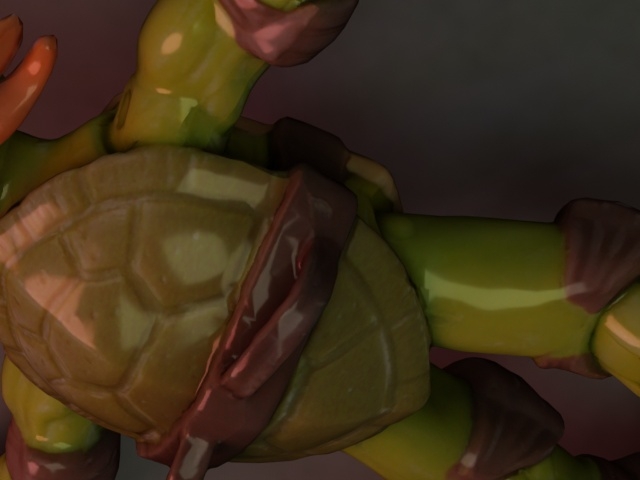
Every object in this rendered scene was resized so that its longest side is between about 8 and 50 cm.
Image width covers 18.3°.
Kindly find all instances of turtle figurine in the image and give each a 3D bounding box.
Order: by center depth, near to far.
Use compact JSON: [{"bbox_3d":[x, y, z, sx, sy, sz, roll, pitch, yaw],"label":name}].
[{"bbox_3d":[0.000,0.000,0.372,0.217,0.087,0.269,19,122,-13],"label":"turtle figurine"}]
